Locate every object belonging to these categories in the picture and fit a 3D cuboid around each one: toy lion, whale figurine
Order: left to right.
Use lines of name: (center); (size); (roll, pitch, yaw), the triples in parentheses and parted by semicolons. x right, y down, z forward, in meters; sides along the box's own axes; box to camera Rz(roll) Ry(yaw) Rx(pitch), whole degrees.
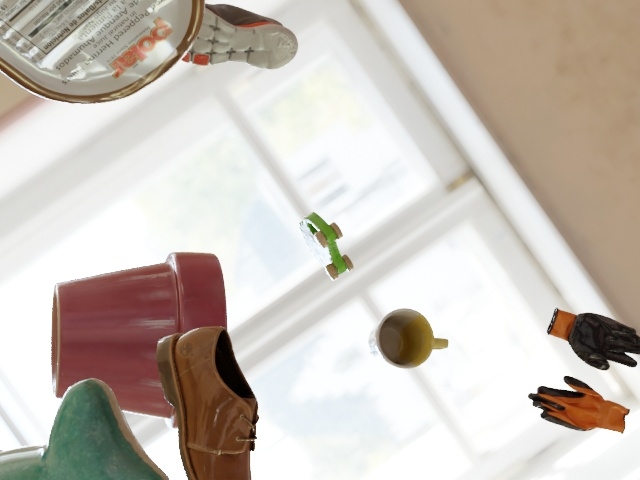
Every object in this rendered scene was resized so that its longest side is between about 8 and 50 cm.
whale figurine: (-0.213, 0.208, 1.101); (0.141, 0.272, 0.216); (-15, -113, -52)
toy lion: (0.000, 0.000, 2.157); (0.096, 0.034, 0.100); (45, 161, 42)

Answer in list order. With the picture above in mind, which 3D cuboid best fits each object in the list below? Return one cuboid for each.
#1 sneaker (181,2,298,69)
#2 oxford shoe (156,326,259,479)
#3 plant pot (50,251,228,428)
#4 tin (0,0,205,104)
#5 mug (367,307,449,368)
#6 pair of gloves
sneaker: (-0.103, -0.210, 1.651); (0.158, 0.061, 0.065); (13, -153, -21)
oxford shoe: (-0.087, 0.182, 1.534); (0.076, 0.076, 0.212); (-13, -94, -68)
plant pot: (-0.206, 0.110, 1.834); (0.201, 0.180, 0.201); (-179, 90, -78)
tin: (-0.130, -0.130, 0.725); (0.190, 0.106, 0.040); (38, -155, -40)
mug: (0.084, 0.109, 1.706); (0.078, 0.062, 0.064); (37, 163, -8)
pair of gloves: (0.187, 0.092, 1.156); (0.074, 0.083, 0.010); (16, 179, -9)
